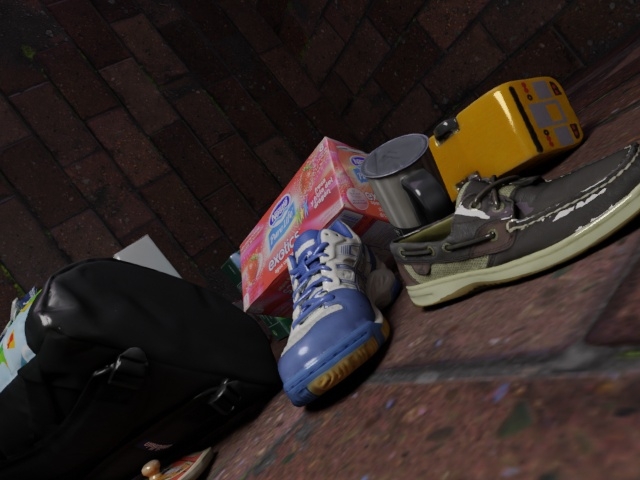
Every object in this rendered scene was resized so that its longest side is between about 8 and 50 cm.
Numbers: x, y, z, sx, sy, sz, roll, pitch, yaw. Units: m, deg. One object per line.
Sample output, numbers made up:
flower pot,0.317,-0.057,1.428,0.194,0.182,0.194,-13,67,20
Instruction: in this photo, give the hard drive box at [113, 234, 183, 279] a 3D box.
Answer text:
hard drive box,-0.367,0.126,1.050,0.089,0.232,0.181,-38,-2,-28

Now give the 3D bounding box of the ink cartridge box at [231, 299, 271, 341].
ink cartridge box,-0.223,0.240,1.023,0.176,0.127,0.128,-38,-1,-1

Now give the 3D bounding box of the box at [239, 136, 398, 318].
box,0.000,0.000,0.748,0.154,0.142,0.300,14,-42,-31

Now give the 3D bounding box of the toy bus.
toy bus,0.215,-0.111,0.711,0.130,0.108,0.332,-17,-10,-24

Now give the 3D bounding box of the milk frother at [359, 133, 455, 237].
milk frother,0.145,-0.061,0.530,0.143,0.135,0.129,-41,31,-14

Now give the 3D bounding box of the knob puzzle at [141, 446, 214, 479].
knob puzzle,-0.191,0.249,0.432,0.213,0.030,0.213,-29,-8,-4

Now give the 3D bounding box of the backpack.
backpack,-0.279,0.185,0.571,0.355,0.290,0.273,-50,41,15

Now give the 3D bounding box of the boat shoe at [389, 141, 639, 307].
boat shoe,0.130,-0.012,0.345,0.080,0.073,0.223,-38,-1,-37

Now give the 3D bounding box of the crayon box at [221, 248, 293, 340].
crayon box,-0.032,0.042,1.033,0.323,0.203,0.083,-38,0,-34

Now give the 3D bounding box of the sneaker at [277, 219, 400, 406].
sneaker,0.001,0.058,0.486,0.112,0.131,0.296,-37,1,16
